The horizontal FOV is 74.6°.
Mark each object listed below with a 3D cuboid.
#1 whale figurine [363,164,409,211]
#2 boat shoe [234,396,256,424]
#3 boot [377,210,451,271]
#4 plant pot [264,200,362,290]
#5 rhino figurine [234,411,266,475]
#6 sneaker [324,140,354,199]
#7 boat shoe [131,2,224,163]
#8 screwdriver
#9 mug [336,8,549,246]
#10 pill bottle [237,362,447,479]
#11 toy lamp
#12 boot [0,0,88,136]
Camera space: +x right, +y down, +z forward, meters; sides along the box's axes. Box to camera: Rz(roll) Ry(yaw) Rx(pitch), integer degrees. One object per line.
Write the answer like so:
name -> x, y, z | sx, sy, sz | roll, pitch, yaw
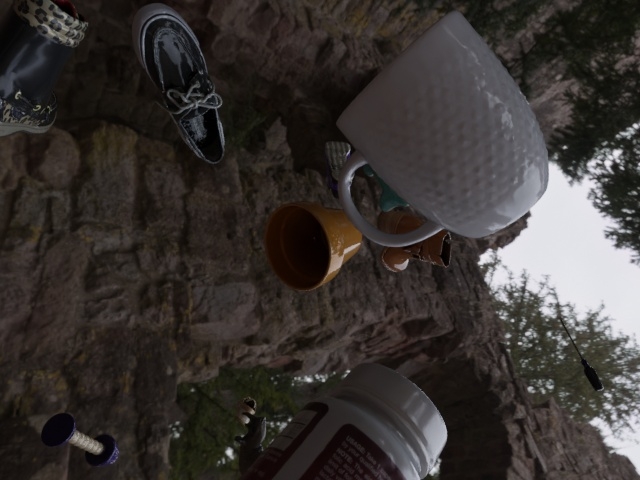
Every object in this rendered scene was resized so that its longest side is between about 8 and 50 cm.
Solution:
whale figurine -> 0.184, -0.222, 1.149 | 0.216, 0.141, 0.272 | -10, -105, 49
boat shoe -> -0.227, 0.524, 1.317 | 0.059, 0.063, 0.170 | -49, -176, -9
boot -> 0.300, 0.031, 1.299 | 0.220, 0.109, 0.284 | 22, -36, 34
plant pot -> 0.000, 0.000, 1.028 | 0.205, 0.187, 0.205 | 10, -73, 37
rhino figurine -> -0.116, 0.484, 0.901 | 0.243, 0.106, 0.073 | 62, -12, 11
sneaker -> 0.062, -0.267, 1.623 | 0.293, 0.102, 0.146 | -92, -173, -48
boat shoe -> -0.246, -0.266, 0.778 | 0.105, 0.113, 0.306 | 52, -22, 29
screwdriver -> 0.602, 0.262, 0.974 | 0.024, 0.025, 0.170 | -51, -138, 46
mug -> 0.201, -0.149, 0.774 | 0.374, 0.328, 0.276 | -40, -175, 14
pill bottle -> 0.003, 0.375, 0.593 | 0.224, 0.392, 0.224 | 29, -42, 29
toy lamp -> -0.570, 0.497, 1.026 | 0.275, 0.080, 0.080 | 86, -13, -54
boot -> -0.364, -0.230, 0.548 | 0.179, 0.085, 0.236 | -47, -157, 8
